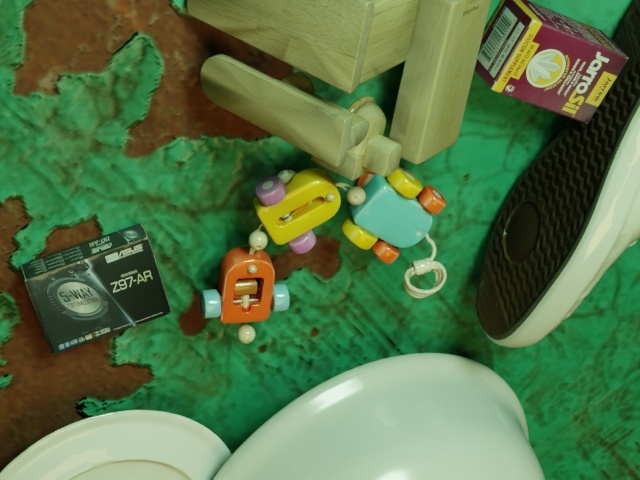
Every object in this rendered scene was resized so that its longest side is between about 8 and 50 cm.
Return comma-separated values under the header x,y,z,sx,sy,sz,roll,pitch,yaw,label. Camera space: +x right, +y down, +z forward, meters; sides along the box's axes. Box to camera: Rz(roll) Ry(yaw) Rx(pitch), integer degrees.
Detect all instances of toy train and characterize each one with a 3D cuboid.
x,y,z,sx,sy,sz,roll,pitch,yaw,label
0.000,0.000,1.145,0.166,0.046,0.125,-8,127,-14,toy train

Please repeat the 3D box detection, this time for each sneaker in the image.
x,y,z,sx,sy,sz,roll,pitch,yaw,label
0.217,-0.037,1.166,0.123,0.106,0.290,20,113,-30,sneaker

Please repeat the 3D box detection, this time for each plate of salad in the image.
x,y,z,sx,sy,sz,roll,pitch,yaw,label
-0.152,0.194,1.215,0.200,0.048,0.200,-13,127,-18,plate of salad

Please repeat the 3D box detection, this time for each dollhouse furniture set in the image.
x,y,z,sx,sy,sz,roll,pitch,yaw,label
0.009,-0.123,1.071,0.151,0.123,0.144,-31,141,-47,dollhouse furniture set

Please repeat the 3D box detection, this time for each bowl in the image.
x,y,z,sx,sy,sz,roll,pitch,yaw,label
0.058,0.236,1.251,0.298,0.134,0.298,-18,131,-22,bowl

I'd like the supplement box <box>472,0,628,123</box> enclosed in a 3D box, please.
x,y,z,sx,sy,sz,roll,pitch,yaw,label
0.146,-0.117,1.121,0.083,0.043,0.055,15,116,-31,supplement box

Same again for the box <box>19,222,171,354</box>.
x,y,z,sx,sy,sz,roll,pitch,yaw,label
-0.144,0.031,1.122,0.083,0.018,0.067,-19,129,-9,box
